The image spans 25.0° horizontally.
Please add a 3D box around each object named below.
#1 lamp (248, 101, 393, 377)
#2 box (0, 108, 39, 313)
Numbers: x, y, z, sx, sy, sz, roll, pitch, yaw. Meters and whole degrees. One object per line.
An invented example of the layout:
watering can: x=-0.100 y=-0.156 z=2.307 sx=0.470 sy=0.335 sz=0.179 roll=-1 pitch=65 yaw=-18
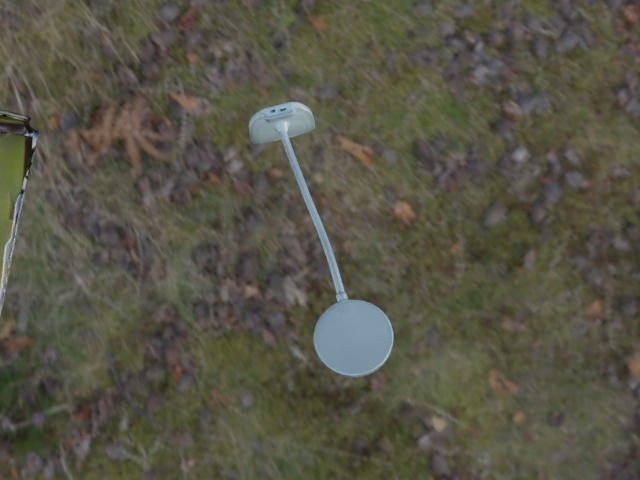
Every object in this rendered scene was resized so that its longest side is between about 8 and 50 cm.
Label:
lamp: x=0.000 y=0.000 z=0.953 sx=0.050 sy=0.198 sz=0.056 roll=-16 pitch=161 yaw=-4
box: x=-0.453 y=0.052 z=1.301 sx=0.138 sy=0.373 sz=0.420 roll=5 pitch=99 yaw=-51
